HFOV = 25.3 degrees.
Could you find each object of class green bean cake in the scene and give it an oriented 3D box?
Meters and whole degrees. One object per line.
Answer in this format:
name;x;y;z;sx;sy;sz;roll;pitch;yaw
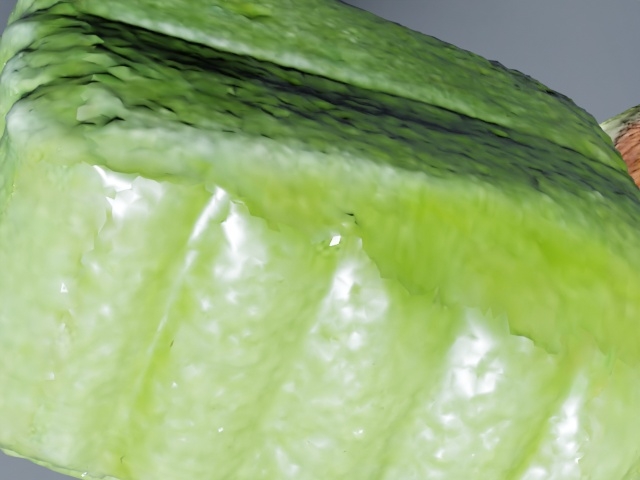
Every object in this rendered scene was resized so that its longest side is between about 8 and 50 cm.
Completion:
green bean cake;0.000;0.000;0.496;0.248;0.124;0.222;16;24;-14

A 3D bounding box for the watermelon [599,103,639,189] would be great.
watermelon;0.182;-0.002;0.723;0.063;0.119;0.245;46;27;-26
